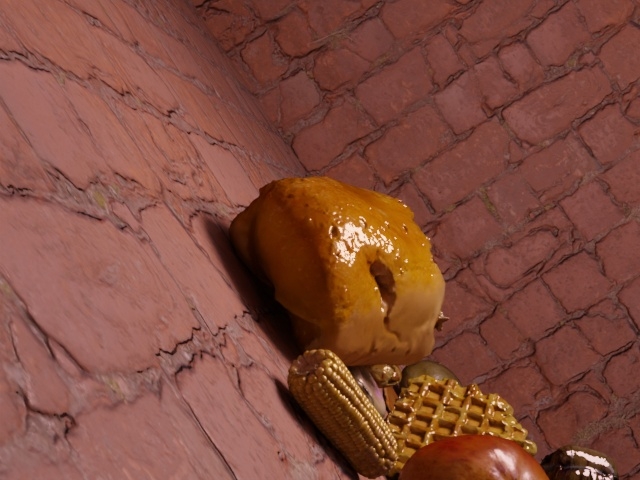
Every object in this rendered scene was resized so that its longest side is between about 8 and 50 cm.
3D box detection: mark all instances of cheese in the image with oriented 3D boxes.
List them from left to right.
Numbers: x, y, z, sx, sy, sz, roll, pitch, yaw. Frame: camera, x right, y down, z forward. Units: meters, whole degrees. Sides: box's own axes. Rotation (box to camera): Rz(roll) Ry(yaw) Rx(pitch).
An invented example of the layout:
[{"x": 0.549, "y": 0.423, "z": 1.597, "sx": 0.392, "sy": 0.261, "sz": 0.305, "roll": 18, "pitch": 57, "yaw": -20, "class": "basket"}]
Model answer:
[{"x": 0.076, "y": 0.283, "z": 1.756, "sx": 0.137, "sy": 0.064, "sz": 0.227, "roll": 60, "pitch": 8, "yaw": 5, "class": "cheese"}]

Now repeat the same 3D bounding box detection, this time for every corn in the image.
[{"x": 0.035, "y": 0.266, "z": 1.408, "sx": 0.244, "sy": 0.093, "sz": 0.093, "roll": 58, "pitch": 5, "yaw": -31, "class": "corn"}]

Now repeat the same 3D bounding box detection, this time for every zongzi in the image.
[{"x": 0.397, "y": 0.547, "z": 1.563, "sx": 0.323, "sy": 0.160, "sz": 0.360, "roll": 92, "pitch": 14, "yaw": -62, "class": "zongzi"}]

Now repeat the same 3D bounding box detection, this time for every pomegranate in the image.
[{"x": 0.242, "y": 0.436, "z": 1.474, "sx": 0.270, "sy": 0.252, "sz": 0.228, "roll": 120, "pitch": -21, "yaw": -62, "class": "pomegranate"}]

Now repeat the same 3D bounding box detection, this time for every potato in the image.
[{"x": 0.297, "y": 0.403, "z": 2.414, "sx": 0.251, "sy": 0.159, "sz": 0.174, "roll": 18, "pitch": 61, "yaw": -57, "class": "potato"}]

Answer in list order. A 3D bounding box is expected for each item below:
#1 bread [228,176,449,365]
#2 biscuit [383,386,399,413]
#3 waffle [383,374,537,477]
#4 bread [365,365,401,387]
[{"x": 0.041, "y": 0.040, "z": 1.660, "sx": 0.394, "sy": 0.250, "sz": 0.361, "roll": 15, "pitch": 35, "yaw": -55, "class": "bread"}, {"x": 0.216, "y": 0.450, "z": 2.190, "sx": 0.232, "sy": 0.013, "sz": 0.237, "roll": 56, "pitch": 7, "yaw": -4, "class": "biscuit"}, {"x": 0.235, "y": 0.366, "z": 1.735, "sx": 0.307, "sy": 0.312, "sz": 0.060, "roll": 38, "pitch": -47, "yaw": 44, "class": "waffle"}, {"x": 0.127, "y": 0.251, "z": 2.232, "sx": 0.367, "sy": 0.084, "sz": 0.077, "roll": -112, "pitch": -154, "yaw": -69, "class": "bread"}]
